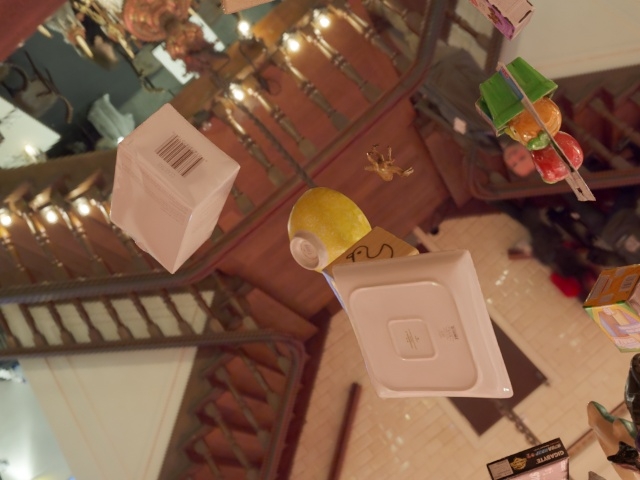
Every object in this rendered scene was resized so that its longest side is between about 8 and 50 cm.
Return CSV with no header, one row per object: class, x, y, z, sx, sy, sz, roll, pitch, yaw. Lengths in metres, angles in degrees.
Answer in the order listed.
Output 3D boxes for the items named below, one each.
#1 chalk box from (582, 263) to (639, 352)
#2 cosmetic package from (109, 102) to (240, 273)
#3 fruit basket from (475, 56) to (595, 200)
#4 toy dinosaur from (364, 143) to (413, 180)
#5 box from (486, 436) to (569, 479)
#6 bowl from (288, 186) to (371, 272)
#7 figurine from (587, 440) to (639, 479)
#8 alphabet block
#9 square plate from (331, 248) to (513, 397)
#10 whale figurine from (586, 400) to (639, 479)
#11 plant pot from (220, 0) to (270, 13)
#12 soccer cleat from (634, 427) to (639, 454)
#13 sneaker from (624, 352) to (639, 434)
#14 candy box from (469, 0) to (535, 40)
chalk box,0.752,0.177,1.716,0.132,0.213,0.132,-50,-164,-28
cosmetic package,-0.339,-0.101,1.637,0.156,0.217,0.385,-48,180,-28
fruit basket,0.493,-0.230,1.657,0.165,0.353,0.327,-29,177,13
toy dinosaur,0.148,-0.192,1.839,0.053,0.183,0.092,-39,121,-28
box,0.478,0.537,1.669,0.175,0.051,0.220,-21,142,4
bowl,0.000,0.000,2.189,0.156,0.289,0.289,-39,156,-39
figurine,0.748,0.598,1.735,0.215,0.209,0.092,-27,135,-28
alphabet block,0.157,0.115,1.887,0.197,0.192,0.193,-39,126,-13
square plate,0.205,0.199,1.570,0.344,0.347,0.049,-9,-162,38
whale figurine,0.854,0.553,2.019,0.141,0.272,0.216,-26,126,-5
plant pot,-0.128,-0.455,1.200,0.109,0.109,0.096,-17,176,-1
soccer cleat,0.617,0.254,1.150,0.121,0.093,0.289,22,113,-40
sneaker,0.815,0.406,1.818,0.267,0.101,0.106,-61,160,-49
candy box,0.431,-0.599,1.801,0.070,0.196,0.165,-45,175,11
